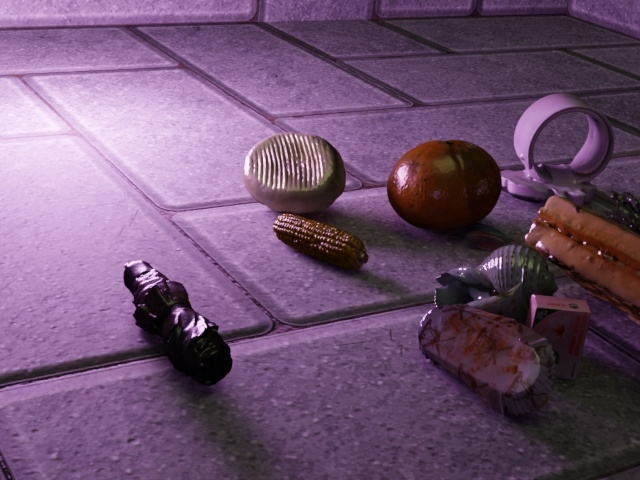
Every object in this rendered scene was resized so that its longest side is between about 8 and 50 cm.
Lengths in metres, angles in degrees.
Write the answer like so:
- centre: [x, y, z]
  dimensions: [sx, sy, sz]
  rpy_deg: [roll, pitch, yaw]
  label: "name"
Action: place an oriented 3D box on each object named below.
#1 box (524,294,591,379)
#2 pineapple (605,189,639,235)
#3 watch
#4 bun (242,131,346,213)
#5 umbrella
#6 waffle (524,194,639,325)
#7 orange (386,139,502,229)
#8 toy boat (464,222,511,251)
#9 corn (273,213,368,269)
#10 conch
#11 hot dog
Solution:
- centre: [0.363, 0.151, 1.622]
  dimensions: [0.089, 0.125, 0.043]
  rpy_deg: [5, 24, -1]
  label: "box"
- centre: [0.666, -0.002, 1.998]
  dimensions: [0.175, 0.175, 0.361]
  rpy_deg: [-1, 26, -17]
  label: "pineapple"
- centre: [0.526, -0.201, 2.327]
  dimensions: [0.244, 0.231, 0.196]
  rpy_deg: [4, 26, -14]
  label: "watch"
- centre: [-0.051, -0.124, 2.150]
  dimensions: [0.222, 0.127, 0.222]
  rpy_deg: [-2, 52, 3]
  label: "bun"
- centre: [-0.230, 0.117, 1.591]
  dimensions: [0.094, 0.090, 0.326]
  rpy_deg: [-12, 29, -29]
  label: "umbrella"
- centre: [0.541, 0.081, 1.716]
  dimensions: [0.261, 0.114, 0.376]
  rpy_deg: [35, 0, -44]
  label: "waffle"
- centre: [0.252, -0.118, 2.126]
  dimensions: [0.240, 0.171, 0.240]
  rpy_deg: [-2, 20, 1]
  label: "orange"
- centre: [0.337, -0.017, 2.105]
  dimensions: [0.096, 0.034, 0.122]
  rpy_deg: [13, 22, 0]
  label: "toy boat"
- centre: [0.000, 0.000, 1.937]
  dimensions: [0.207, 0.068, 0.068]
  rpy_deg: [22, 28, 30]
  label: "corn"
- centre: [0.295, 0.094, 1.727]
  dimensions: [0.200, 0.131, 0.172]
  rpy_deg: [-17, 37, 41]
  label: "conch"
- centre: [0.246, 0.170, 1.572]
  dimensions: [0.252, 0.131, 0.069]
  rpy_deg: [28, -11, 44]
  label: "hot dog"
